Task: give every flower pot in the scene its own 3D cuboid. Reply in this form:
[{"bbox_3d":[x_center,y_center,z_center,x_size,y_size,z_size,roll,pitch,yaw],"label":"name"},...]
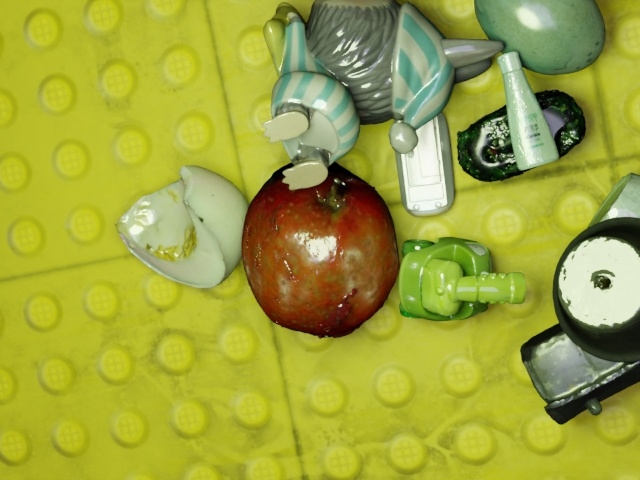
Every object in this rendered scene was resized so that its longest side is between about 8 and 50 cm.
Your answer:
[{"bbox_3d":[0.457,0.070,1.678,0.235,0.148,0.235,-4,81,27],"label":"flower pot"}]

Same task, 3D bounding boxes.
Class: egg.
[{"bbox_3d":[-0.220,-0.035,1.981,0.206,0.162,0.271,47,145,-13],"label":"egg"},{"bbox_3d":[0.368,-0.374,1.812,0.236,0.169,0.169,39,102,8],"label":"egg"}]

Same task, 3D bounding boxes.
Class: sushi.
[{"bbox_3d":[0.344,-0.180,1.861,0.225,0.127,0.124,-22,90,15],"label":"sushi"}]

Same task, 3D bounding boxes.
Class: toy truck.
[{"bbox_3d":[0.231,0.073,1.858,0.187,0.210,0.148,-1,99,-19],"label":"toy truck"}]

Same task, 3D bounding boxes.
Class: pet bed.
[{"bbox_3d":[0.465,0.207,1.844,0.211,0.183,0.159,-29,85,12],"label":"pet bed"}]

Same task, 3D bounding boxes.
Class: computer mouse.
[{"bbox_3d":[0.185,-0.142,1.939,0.102,0.045,0.199,-7,95,13],"label":"computer mouse"}]

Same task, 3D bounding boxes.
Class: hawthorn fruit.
[{"bbox_3d":[-0.004,0.008,1.881,0.315,0.316,0.316,1,96,12],"label":"hawthorn fruit"}]

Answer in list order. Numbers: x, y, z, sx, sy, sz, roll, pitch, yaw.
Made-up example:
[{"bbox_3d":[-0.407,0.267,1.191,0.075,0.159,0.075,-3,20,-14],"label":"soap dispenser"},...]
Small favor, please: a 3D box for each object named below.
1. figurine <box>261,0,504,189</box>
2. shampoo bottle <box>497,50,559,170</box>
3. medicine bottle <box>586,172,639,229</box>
[{"bbox_3d":[0.109,-0.286,1.777,0.377,0.361,0.266,-14,130,16],"label":"figurine"},{"bbox_3d":[0.334,-0.215,1.774,0.069,0.041,0.191,-16,91,10],"label":"shampoo bottle"},{"bbox_3d":[0.542,-0.022,1.823,0.143,0.147,0.147,35,102,5],"label":"medicine bottle"}]
